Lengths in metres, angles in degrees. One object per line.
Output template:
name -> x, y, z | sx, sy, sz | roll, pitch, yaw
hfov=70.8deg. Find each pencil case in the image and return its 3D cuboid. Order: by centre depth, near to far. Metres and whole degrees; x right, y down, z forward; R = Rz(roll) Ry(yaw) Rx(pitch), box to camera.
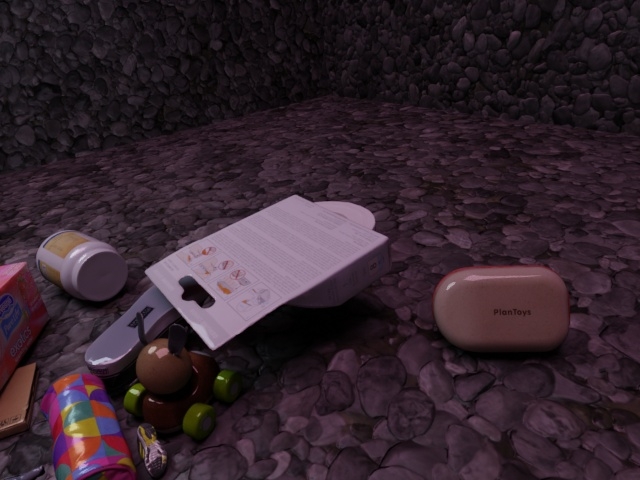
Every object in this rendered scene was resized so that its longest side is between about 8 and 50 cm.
pencil case -> -0.344, 0.296, 0.657 | 0.104, 0.105, 0.236 | -21, 31, -26

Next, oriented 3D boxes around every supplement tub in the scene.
supplement tub -> -0.581, 0.062, 1.101 | 0.199, 0.145, 0.144 | 16, 35, 36

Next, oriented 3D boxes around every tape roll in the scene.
tape roll -> 0.000, 0.000, 1.141 | 0.285, 0.100, 0.286 | -5, 28, 2

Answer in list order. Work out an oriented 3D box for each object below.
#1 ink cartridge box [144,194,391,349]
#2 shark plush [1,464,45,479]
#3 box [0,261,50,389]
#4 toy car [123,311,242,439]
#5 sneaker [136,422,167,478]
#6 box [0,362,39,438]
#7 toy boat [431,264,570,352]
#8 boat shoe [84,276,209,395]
ink cartridge box -> -0.102, 0.058, 0.885 | 0.384, 0.091, 0.308 | -31, 38, -27
shark plush -> -0.467, 0.351, 0.609 | 0.161, 0.067, 0.073 | -9, 27, -4
box -> -0.669, 0.174, 0.868 | 0.142, 0.154, 0.300 | -12, 21, -8
toy car -> -0.235, 0.196, 0.723 | 0.154, 0.189, 0.149 | 7, 31, 24
sneaker -> -0.253, 0.316, 0.672 | 0.031, 0.035, 0.083 | -2, 42, -37
box -> -0.610, 0.302, 0.783 | 0.201, 0.021, 0.164 | -17, 29, -18
toy boat -> 0.322, 0.121, 0.831 | 0.230, 0.151, 0.151 | -1, -2, 8
boat shoe -> -0.308, 0.169, 0.882 | 0.113, 0.105, 0.306 | 9, 36, 20
